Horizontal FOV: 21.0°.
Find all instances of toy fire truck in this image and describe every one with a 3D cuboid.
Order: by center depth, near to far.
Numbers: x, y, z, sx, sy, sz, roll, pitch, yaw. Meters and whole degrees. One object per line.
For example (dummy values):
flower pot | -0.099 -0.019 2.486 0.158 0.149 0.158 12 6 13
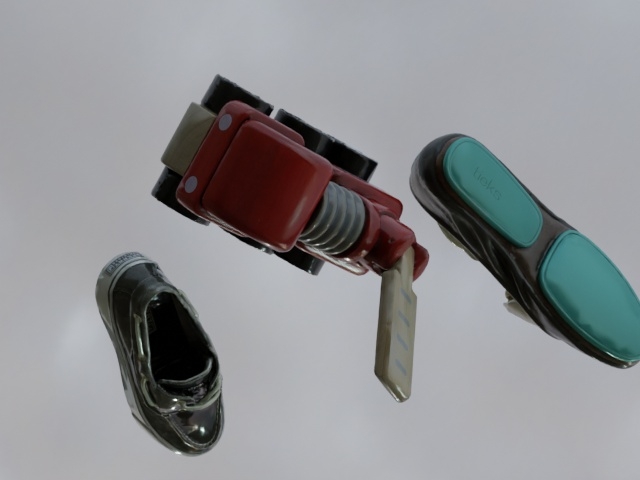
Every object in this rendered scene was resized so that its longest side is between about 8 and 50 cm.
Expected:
toy fire truck | 0.000 0.000 1.419 0.246 0.217 0.158 33 -85 46

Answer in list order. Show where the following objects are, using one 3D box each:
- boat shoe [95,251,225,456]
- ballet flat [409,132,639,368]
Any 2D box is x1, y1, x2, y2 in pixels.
boat shoe | -0.119 0.107 1.396 0.070 0.078 0.219 33 -26 43
ballet flat | 0.188 0.012 1.579 0.280 0.095 0.096 47 -29 -10
